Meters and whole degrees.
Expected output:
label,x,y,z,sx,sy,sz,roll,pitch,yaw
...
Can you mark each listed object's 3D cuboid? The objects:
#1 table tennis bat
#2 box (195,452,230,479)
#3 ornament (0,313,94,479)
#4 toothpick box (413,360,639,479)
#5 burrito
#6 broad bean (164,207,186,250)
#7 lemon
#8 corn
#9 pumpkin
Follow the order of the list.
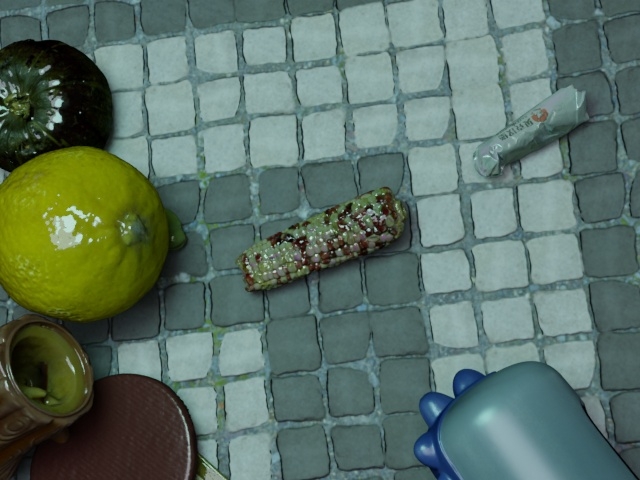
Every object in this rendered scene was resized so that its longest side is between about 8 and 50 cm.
label,x,y,z,sx,sy,sz,roll,pitch,yaw
table tennis bat,-0.348,0.397,1.859,0.268,0.051,0.415,30,86,22
box,-0.193,0.380,1.862,0.133,0.023,0.090,38,88,14
ornament,-0.473,0.226,1.801,0.217,0.221,0.235,-30,81,30
toothpick box,0.288,0.330,1.684,0.263,0.263,0.355,-35,74,0
burrito,0.325,-0.165,1.879,0.203,0.064,0.064,-33,75,-1
broad bean,-0.251,-0.016,1.945,0.063,0.045,0.083,-44,68,-3
lemon,-0.366,-0.007,1.835,0.293,0.293,0.293,-2,78,8
corn,0.000,0.000,1.877,0.280,0.092,0.092,-22,76,5
pumpkin,-0.451,-0.213,1.957,0.237,0.159,0.238,-1,83,8
